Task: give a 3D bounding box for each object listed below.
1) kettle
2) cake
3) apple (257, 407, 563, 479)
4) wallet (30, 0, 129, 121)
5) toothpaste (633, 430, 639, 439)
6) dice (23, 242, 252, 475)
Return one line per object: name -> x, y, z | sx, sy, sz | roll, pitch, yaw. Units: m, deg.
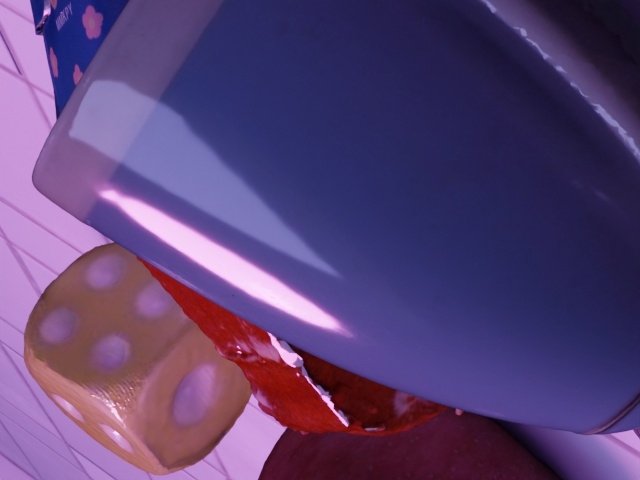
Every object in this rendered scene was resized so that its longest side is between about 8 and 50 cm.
kettle -> 0.080, -0.056, 0.886 | 0.342, 0.247, 0.319 | 34, 136, -3
cake -> 0.000, 0.000, 1.204 | 0.283, 0.177, 0.151 | 50, 160, -9
apple -> 0.087, 0.258, 1.520 | 0.305, 0.235, 0.306 | 36, 164, 12
wallet -> -0.145, -0.167, 1.125 | 0.141, 0.059, 0.202 | 154, 103, -68
toothpaste -> 0.214, 0.103, 1.232 | 0.060, 0.038, 0.233 | 18, 154, 53
dice -> -0.175, 0.115, 1.802 | 0.169, 0.166, 0.169 | 27, 157, 35
